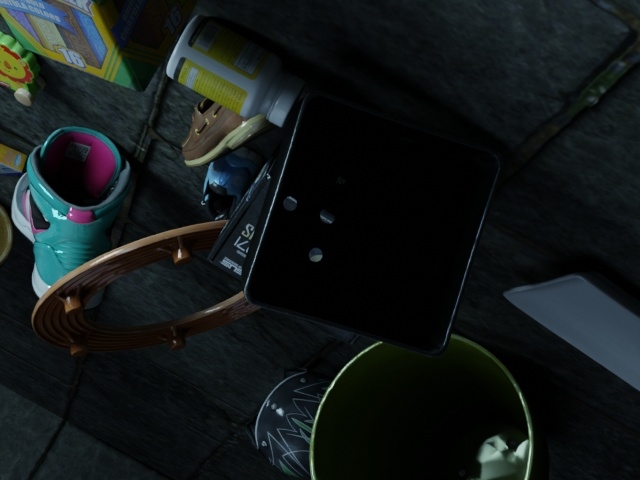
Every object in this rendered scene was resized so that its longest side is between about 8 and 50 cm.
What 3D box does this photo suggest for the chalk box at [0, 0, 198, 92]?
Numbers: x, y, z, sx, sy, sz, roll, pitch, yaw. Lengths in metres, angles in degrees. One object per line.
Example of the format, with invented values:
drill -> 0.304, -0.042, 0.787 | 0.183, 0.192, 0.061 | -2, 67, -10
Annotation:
chalk box -> -0.189, -0.241, 1.136 | 0.132, 0.132, 0.213 | 22, 160, 18

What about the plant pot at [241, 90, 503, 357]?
plant pot -> 0.026, -0.018, 1.301 | 0.188, 0.187, 0.167 | 17, 179, -16

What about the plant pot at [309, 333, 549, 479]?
plant pot -> 0.170, 0.275, 1.771 | 0.275, 0.275, 0.293 | 17, 172, 28

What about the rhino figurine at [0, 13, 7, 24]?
rhino figurine -> -0.282, -0.276, 1.258 | 0.106, 0.073, 0.243 | 25, 151, -2

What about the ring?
ring -> -0.163, 0.065, 1.662 | 0.337, 0.032, 0.336 | -15, 160, -6

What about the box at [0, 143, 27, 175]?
box -> -0.448, -0.118, 1.882 | 0.136, 0.028, 0.081 | 23, 166, -37

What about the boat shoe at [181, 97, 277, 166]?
boat shoe -> -0.095, -0.118, 1.428 | 0.060, 0.064, 0.178 | 63, 152, -3

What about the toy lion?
toy lion -> -0.352, -0.198, 1.601 | 0.100, 0.034, 0.096 | 20, 151, 22

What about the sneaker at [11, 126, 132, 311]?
sneaker -> -0.307, -0.064, 1.736 | 0.124, 0.178, 0.295 | 5, -152, -23

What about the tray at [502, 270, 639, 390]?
tray -> 0.325, 0.105, 1.449 | 0.270, 0.030, 0.145 | 34, 160, -15

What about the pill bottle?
pill bottle -> -0.074, -0.150, 1.302 | 0.116, 0.065, 0.065 | 29, 160, 0

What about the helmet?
helmet -> -0.020, 0.267, 2.093 | 0.169, 0.169, 0.161 | 35, 175, -17

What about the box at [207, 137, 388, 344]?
box -> 0.000, 0.000, 1.469 | 0.180, 0.077, 0.147 | 31, 134, -7

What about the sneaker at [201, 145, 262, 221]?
sneaker -> -0.108, -0.051, 1.567 | 0.063, 0.073, 0.162 | 26, 160, 6

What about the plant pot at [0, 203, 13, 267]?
plant pot -> -0.579, 0.014, 2.155 | 0.254, 0.237, 0.237 | -15, 135, 43
